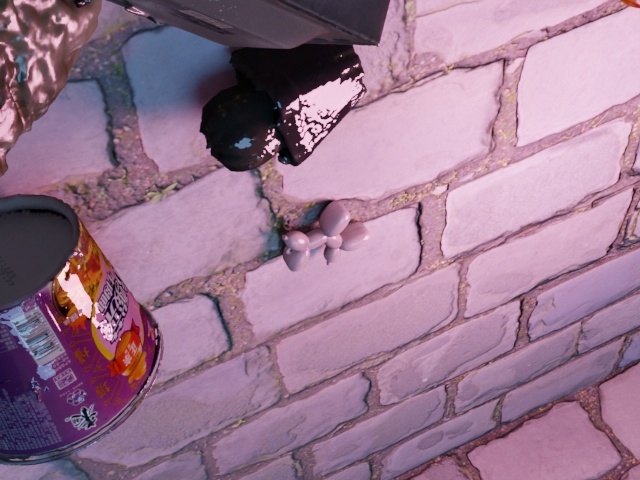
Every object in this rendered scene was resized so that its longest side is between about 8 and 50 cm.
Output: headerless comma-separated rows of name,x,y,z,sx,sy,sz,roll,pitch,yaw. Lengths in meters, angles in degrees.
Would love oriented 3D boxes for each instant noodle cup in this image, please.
instant noodle cup,-0.427,0.108,1.174,0.340,0.340,0.266,-23,132,-10

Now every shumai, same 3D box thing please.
shumai,-0.336,-0.245,0.827,0.263,0.304,0.309,-35,138,-14

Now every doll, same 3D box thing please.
doll,0.000,0.000,1.532,0.160,0.059,0.161,-39,144,9

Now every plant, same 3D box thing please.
plant,-0.059,-0.203,1.183,0.256,0.142,0.164,-33,146,-15

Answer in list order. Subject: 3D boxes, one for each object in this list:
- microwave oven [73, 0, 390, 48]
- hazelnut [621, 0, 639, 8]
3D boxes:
microwave oven,-0.133,-0.378,0.718,0.432,0.236,0.374,12,92,-43
hazelnut,0.541,-0.456,1.319,0.150,0.150,0.150,-19,143,-15
